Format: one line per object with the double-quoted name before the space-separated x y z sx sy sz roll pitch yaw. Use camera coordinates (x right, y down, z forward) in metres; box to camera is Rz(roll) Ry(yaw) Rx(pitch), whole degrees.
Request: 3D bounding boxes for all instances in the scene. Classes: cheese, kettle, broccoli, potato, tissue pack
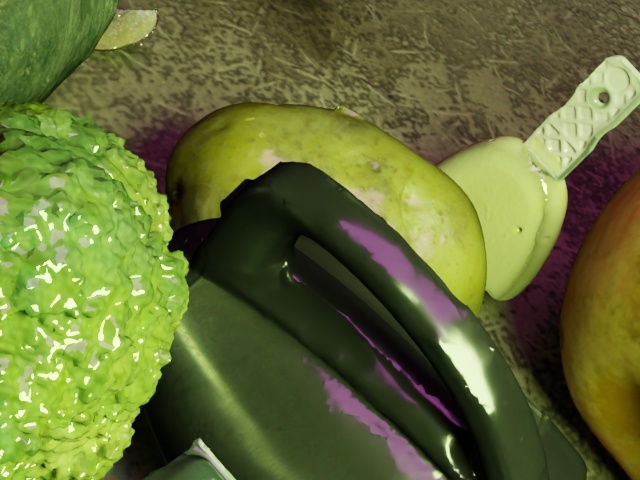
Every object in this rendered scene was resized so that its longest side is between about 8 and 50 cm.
"cheese" 0.164 -0.048 0.896 0.050 0.255 0.127 -27 75 -44
"kettle" -0.009 0.100 0.662 0.207 0.251 0.271 -43 83 -1
"broccoli" -0.185 0.079 0.554 0.186 0.302 0.254 40 1 -30
"potato" 0.001 -0.002 0.832 0.228 0.148 0.197 1 85 -16
"tissue pack" -0.141 0.146 0.704 0.083 0.035 0.063 22 45 -11
"potato" -0.184 -0.177 0.965 0.093 0.036 0.037 0 88 -8

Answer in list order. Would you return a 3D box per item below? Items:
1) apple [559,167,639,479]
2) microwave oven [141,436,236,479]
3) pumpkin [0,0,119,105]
"apple" 0.362 0.075 0.838 0.364 0.364 0.364 16 47 -18
"microwave oven" -0.113 0.266 0.512 0.237 0.181 0.295 47 46 12
"pumpkin" -0.294 -0.183 0.740 0.291 0.257 0.328 42 37 4
